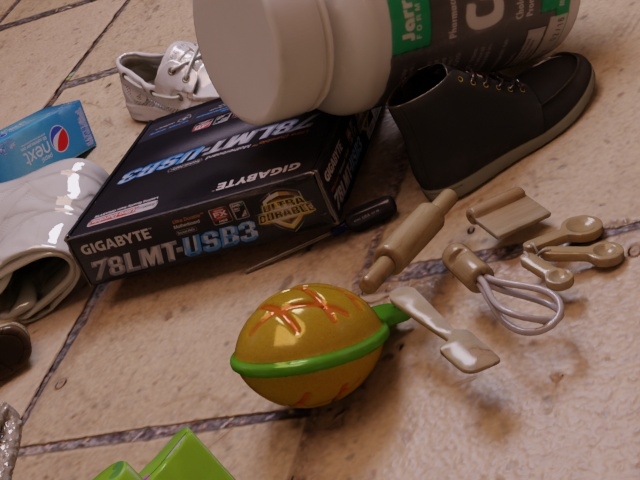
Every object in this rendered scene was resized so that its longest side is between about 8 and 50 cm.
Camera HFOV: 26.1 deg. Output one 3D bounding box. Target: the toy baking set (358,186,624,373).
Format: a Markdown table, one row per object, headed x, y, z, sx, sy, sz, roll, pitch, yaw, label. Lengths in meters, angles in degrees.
| x | y | z | sx | sy | sz | roll | pitch | yaw | label |
| --- | --- | --- | --- | --- | --- | --- | --- | --- | --- |
| 0.135 | 0.018 | 1.148 | 0.197 | 0.030 | 0.256 | 11 | 36 | 35 | toy baking set |

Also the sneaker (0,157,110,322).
| x | y | z | sx | sy | sz | roll | pitch | yaw | label |
| --- | --- | --- | --- | --- | --- | --- | --- | --- | --- |
| -0.372 | 0.024 | 1.548 | 0.293 | 0.108 | 0.169 | -23 | 37 | 28 | sneaker |

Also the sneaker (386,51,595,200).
| x | y | z | sx | sy | sz | roll | pitch | yaw | label |
| --- | --- | --- | --- | --- | --- | --- | --- | --- | --- |
| 0.171 | -0.144 | 1.344 | 0.222 | 0.118 | 0.083 | -38 | 30 | -18 | sneaker |

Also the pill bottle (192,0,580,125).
| x | y | z | sx | sy | sz | roll | pitch | yaw | label |
| --- | --- | --- | --- | --- | --- | --- | --- | --- | --- |
| 0.068 | -0.242 | 1.402 | 0.361 | 0.204 | 0.204 | -20 | 23 | -27 | pill bottle |

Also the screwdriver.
| x | y | z | sx | sy | sz | roll | pitch | yaw | label |
| --- | --- | --- | --- | --- | --- | --- | --- | --- | --- |
| 0.000 | 0.000 | 1.370 | 0.170 | 0.025 | 0.024 | -29 | 28 | 16 | screwdriver |

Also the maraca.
| x | y | z | sx | sy | sz | roll | pitch | yaw | label |
| --- | --- | --- | --- | --- | --- | --- | --- | --- | --- |
| 0.001 | 0.082 | 1.155 | 0.127 | 0.099 | 0.186 | -1 | 12 | 30 | maraca |

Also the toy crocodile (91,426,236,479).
| x | y | z | sx | sy | sz | roll | pitch | yaw | label |
| --- | --- | --- | --- | --- | --- | --- | --- | --- | --- |
| -0.166 | 0.267 | 0.974 | 0.105 | 0.115 | 0.340 | -29 | 20 | 45 | toy crocodile |

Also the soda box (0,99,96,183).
| x | y | z | sx | sy | sz | roll | pitch | yaw | label |
| --- | --- | --- | --- | --- | --- | --- | --- | --- | --- |
| -0.380 | -0.112 | 1.761 | 0.071 | 0.067 | 0.210 | -8 | 18 | 32 | soda box |

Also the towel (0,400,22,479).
| x | y | z | sx | sy | sz | roll | pitch | yaw | label |
| --- | --- | --- | --- | --- | --- | --- | --- | --- | --- |
| -0.302 | 0.268 | 1.071 | 0.187 | 0.049 | 0.282 | -50 | 20 | 23 | towel |

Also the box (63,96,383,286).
| x | y | z | sx | sy | sz | roll | pitch | yaw | label |
| --- | --- | --- | --- | --- | --- | --- | --- | --- | --- |
| -0.093 | -0.082 | 1.497 | 0.296 | 0.073 | 0.293 | -15 | 25 | 22 | box |

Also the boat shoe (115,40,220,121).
| x | y | z | sx | sy | sz | roll | pitch | yaw | label |
| --- | --- | --- | --- | --- | --- | --- | --- | --- | --- |
| -0.168 | -0.205 | 1.752 | 0.277 | 0.096 | 0.098 | 4 | 41 | 43 | boat shoe |

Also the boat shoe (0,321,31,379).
| x | y | z | sx | sy | sz | roll | pitch | yaw | label |
| --- | --- | --- | --- | --- | --- | --- | --- | --- | --- |
| -0.389 | 0.140 | 1.432 | 0.190 | 0.068 | 0.072 | -22 | 16 | -10 | boat shoe |
